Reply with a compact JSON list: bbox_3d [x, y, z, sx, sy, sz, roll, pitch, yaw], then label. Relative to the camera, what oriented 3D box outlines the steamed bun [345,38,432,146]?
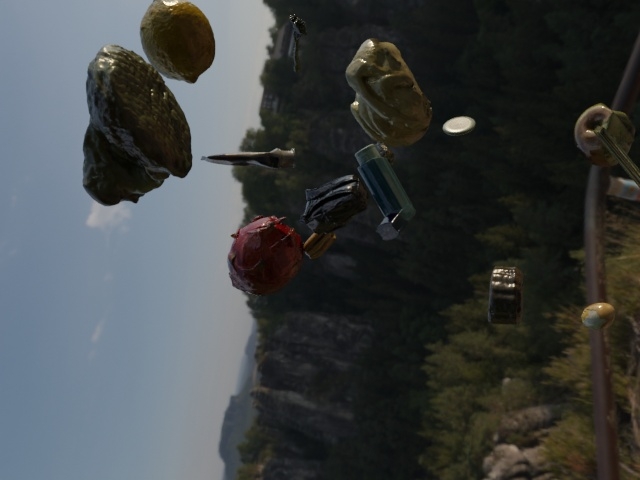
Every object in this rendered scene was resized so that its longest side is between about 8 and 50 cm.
[{"bbox_3d":[0.216,-0.462,1.657,0.325,0.230,0.372,63,-162,6],"label":"steamed bun"}]

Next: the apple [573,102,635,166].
[{"bbox_3d":[0.952,-0.359,1.721,0.173,0.188,0.207,-11,62,61],"label":"apple"}]

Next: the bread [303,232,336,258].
[{"bbox_3d":[0.000,0.000,1.666,0.116,0.077,0.200,-43,-1,6],"label":"bread"}]

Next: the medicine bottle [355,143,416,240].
[{"bbox_3d":[0.172,-0.136,1.401,0.079,0.124,0.258,-28,89,56],"label":"medicine bottle"}]

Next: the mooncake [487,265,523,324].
[{"bbox_3d":[0.709,0.210,1.927,0.228,0.124,0.228,-17,-71,-62],"label":"mooncake"}]

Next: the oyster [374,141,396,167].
[{"bbox_3d":[0.176,-0.238,1.526,0.177,0.056,0.106,170,81,-74],"label":"oyster"}]

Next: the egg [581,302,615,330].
[{"bbox_3d":[0.750,0.203,1.368,0.071,0.071,0.083,-82,16,-47],"label":"egg"}]

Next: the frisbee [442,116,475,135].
[{"bbox_3d":[0.477,-0.396,1.751,0.110,0.110,0.014,-82,-23,-47],"label":"frisbee"}]

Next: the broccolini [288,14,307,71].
[{"bbox_3d":[-0.079,-0.728,1.887,0.254,0.057,0.071,88,173,-68],"label":"broccolini"}]

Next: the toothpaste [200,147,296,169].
[{"bbox_3d":[-0.205,-0.233,1.450,0.096,0.265,0.061,-175,83,-74],"label":"toothpaste"}]

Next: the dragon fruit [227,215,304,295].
[{"bbox_3d":[-0.168,0.051,1.548,0.241,0.252,0.241,61,174,12],"label":"dragon fruit"}]

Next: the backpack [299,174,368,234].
[{"bbox_3d":[0.040,-0.086,1.235,0.106,0.165,0.120,48,-141,-35],"label":"backpack"}]

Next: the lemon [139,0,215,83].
[{"bbox_3d":[-0.381,-0.537,1.362,0.192,0.192,0.231,-86,-22,-65],"label":"lemon"}]

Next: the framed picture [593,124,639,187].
[{"bbox_3d":[0.806,-0.200,1.331,0.014,0.252,0.197,-40,-8,33],"label":"framed picture"}]

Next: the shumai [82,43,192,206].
[{"bbox_3d":[-0.379,-0.207,0.946,0.222,0.203,0.272,-9,-98,-75],"label":"shumai"}]
